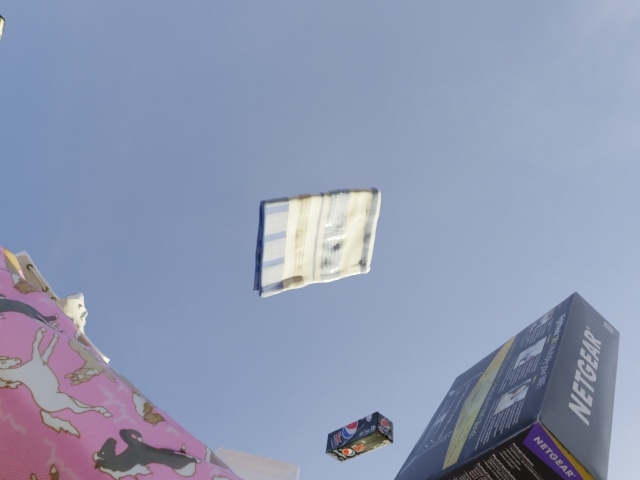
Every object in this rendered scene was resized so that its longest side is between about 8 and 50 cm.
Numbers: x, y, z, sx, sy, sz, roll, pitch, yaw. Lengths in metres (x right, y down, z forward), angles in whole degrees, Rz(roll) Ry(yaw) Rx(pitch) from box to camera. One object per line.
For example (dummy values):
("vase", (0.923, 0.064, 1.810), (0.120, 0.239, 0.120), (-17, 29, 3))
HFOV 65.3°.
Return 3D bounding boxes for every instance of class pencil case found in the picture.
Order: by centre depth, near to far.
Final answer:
("pencil case", (-0.201, 0.153, 0.382), (0.386, 0.167, 0.160), (36, -113, 12))

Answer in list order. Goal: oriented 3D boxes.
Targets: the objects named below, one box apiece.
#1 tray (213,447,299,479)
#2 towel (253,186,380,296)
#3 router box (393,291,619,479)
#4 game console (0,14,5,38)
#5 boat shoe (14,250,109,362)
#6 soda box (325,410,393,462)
("tray", (-0.111, 0.373, 0.715), (0.145, 0.270, 0.030), (11, -92, 2))
("towel", (0.000, 0.000, 1.016), (0.285, 0.034, 0.209), (-9, -61, -33))
("router box", (0.225, 0.212, 0.602), (0.081, 0.309, 0.243), (47, -55, 11))
("game console", (-0.673, -0.253, 0.809), (0.213, 0.044, 0.361), (6, -50, -45))
("boat shoe", (-0.487, 0.136, 0.943), (0.096, 0.098, 0.277), (-47, -69, -27))
("soda box", (0.089, 0.460, 1.162), (0.060, 0.053, 0.169), (39, -56, -20))
